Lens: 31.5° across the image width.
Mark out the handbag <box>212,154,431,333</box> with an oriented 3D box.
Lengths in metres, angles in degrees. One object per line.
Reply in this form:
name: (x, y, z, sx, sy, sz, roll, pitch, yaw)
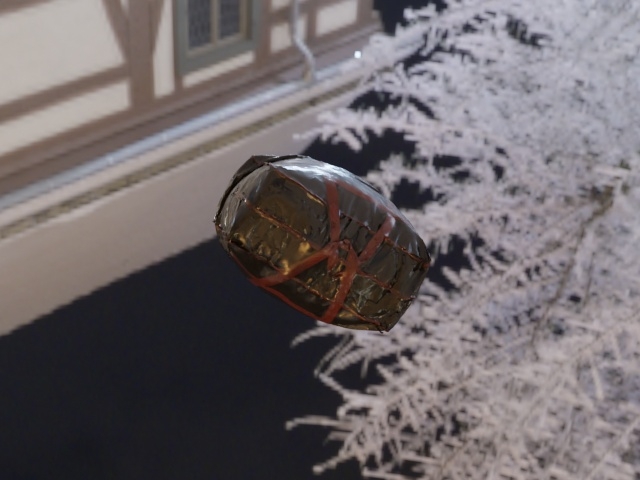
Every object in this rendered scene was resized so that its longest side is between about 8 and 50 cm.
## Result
handbag: (0.000, 0.000, 1.193, 0.215, 0.155, 0.169, 29, -174, -15)
